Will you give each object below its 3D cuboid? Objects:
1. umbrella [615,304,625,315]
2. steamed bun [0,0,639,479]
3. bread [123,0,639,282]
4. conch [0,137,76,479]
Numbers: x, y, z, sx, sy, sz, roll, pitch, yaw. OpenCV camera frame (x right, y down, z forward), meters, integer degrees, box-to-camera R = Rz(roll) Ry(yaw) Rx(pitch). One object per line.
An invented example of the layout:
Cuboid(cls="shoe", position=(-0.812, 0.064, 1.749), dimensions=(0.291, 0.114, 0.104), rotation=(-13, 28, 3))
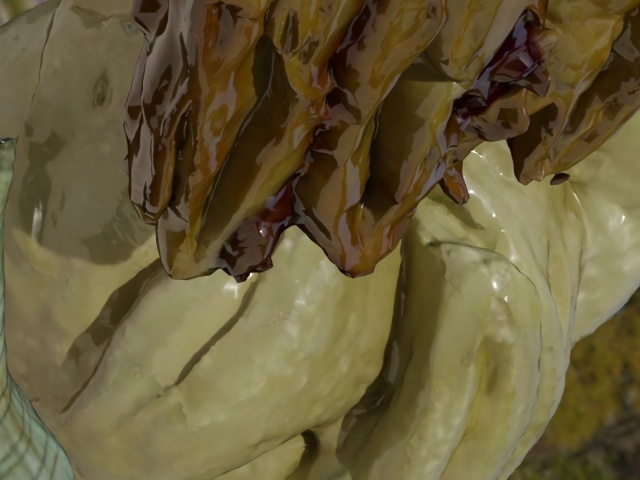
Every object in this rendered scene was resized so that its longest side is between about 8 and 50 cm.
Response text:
Cuboid(cls="umbrella", position=(0.114, 0.041, 1.072), dimensions=(0.113, 0.357, 0.106), rotation=(37, 17, 30))
Cuboid(cls="steamed bun", position=(-0.002, 0.005, 0.819), dimensions=(0.230, 0.372, 0.324), rotation=(-129, -161, -55))
Cuboid(cls="bread", position=(0.051, -0.161, 0.582), dimensions=(0.277, 0.167, 0.324), rotation=(112, -7, -59))
Cuboid(cls="conch", position=(-0.137, 0.093, 0.629), dimensions=(0.114, 0.137, 0.233), rotation=(24, 67, -53))
